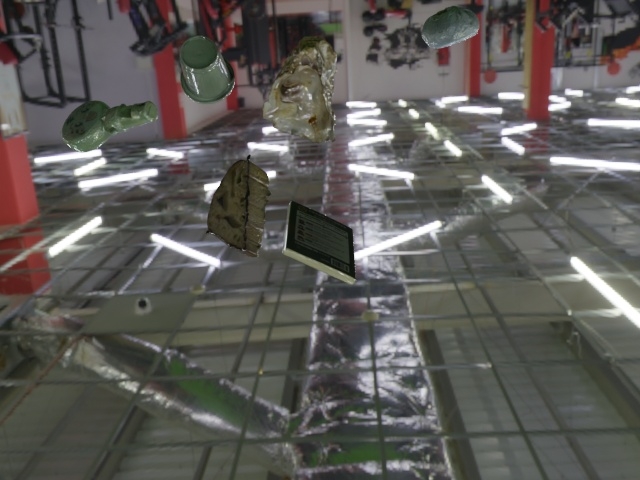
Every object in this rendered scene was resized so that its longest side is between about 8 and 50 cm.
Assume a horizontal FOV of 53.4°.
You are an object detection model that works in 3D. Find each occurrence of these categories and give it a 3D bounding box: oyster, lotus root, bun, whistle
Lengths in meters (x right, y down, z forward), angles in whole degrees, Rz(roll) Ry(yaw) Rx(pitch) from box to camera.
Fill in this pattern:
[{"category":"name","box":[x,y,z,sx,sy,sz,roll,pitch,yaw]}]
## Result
[{"category":"oyster","box":[-0.024,-0.296,1.236,0.162,0.232,0.107,17,-130,5]},{"category":"lotus root","box":[-0.199,-0.070,1.528,0.170,0.260,0.074,-15,147,38]},{"category":"bun","box":[0.314,-0.527,1.552,0.141,0.083,0.141,-18,-156,8]},{"category":"whistle","box":[-0.466,-0.256,1.391,0.258,0.067,0.126,-8,-123,25]}]

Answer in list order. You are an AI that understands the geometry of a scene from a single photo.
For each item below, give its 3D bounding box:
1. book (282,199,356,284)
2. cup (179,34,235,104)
[{"category":"book","box":[0.000,0.000,1.694,0.202,0.027,0.264,24,-152,-13]},{"category":"cup","box":[-0.244,-0.365,1.350,0.120,0.120,0.141,-5,168,-5]}]
